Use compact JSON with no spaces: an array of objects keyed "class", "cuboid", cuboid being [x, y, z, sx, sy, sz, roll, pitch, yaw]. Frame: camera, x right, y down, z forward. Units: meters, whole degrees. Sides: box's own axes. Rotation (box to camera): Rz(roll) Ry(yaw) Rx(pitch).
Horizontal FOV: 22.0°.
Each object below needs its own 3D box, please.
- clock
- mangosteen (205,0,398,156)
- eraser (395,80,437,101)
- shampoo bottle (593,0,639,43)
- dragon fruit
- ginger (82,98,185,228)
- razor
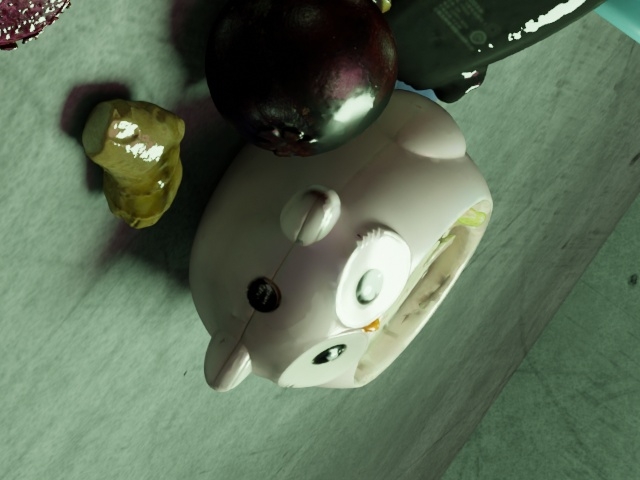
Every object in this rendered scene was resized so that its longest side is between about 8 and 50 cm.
[{"class":"clock","cuboid":[0.000,0.000,1.816,0.368,0.250,0.377,-60,165,24]},{"class":"mangosteen","cuboid":[-0.010,-0.192,1.591,0.194,0.194,0.230,85,20,-62]},{"class":"eraser","cuboid":[0.103,-0.175,2.007,0.082,0.036,0.225,-19,150,-24]},{"class":"shampoo bottle","cuboid":[0.413,-0.410,1.913,0.342,0.331,0.331,-55,160,12]},{"class":"dragon fruit","cuboid":[-0.241,-0.201,1.211,0.126,0.068,0.112,-35,141,-9]},{"class":"ginger","cuboid":[-0.174,-0.079,1.554,0.095,0.069,0.190,-49,160,-23]},{"class":"razor","cuboid":[0.195,-0.287,1.739,0.327,0.189,0.107,-34,-148,24]}]
